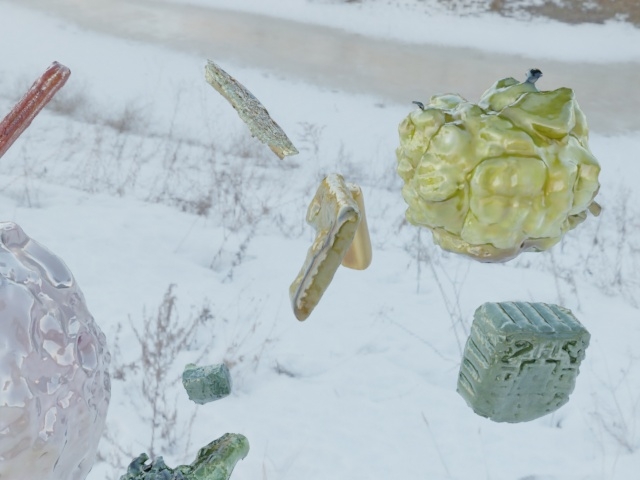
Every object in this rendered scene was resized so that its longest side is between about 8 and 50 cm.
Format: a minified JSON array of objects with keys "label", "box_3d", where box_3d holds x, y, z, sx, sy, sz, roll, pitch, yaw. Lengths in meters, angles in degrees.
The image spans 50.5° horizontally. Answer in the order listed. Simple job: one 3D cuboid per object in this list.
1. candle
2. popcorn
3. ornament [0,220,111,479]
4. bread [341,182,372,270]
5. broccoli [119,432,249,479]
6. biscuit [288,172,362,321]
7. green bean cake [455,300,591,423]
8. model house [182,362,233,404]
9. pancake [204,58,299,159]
[{"label":"candle","box_3d":[-0.598,-0.217,1.306,0.048,0.051,0.329,27,75,30]},{"label":"popcorn","box_3d":[0.170,-0.074,0.662,0.189,0.170,0.218,-7,21,9]},{"label":"ornament","box_3d":[-0.265,0.098,0.422,0.259,0.260,0.225,6,-8,7]},{"label":"bread","box_3d":[0.075,-0.038,1.660,0.092,0.239,0.074,15,42,33]},{"label":"broccoli","box_3d":[-0.195,0.376,1.077,0.164,0.146,0.304,8,7,17]},{"label":"biscuit","box_3d":[0.000,0.000,0.950,0.038,0.174,0.183,21,22,-15]},{"label":"green bean cake","box_3d":[0.389,0.237,1.311,0.222,0.227,0.125,1,29,-17]},{"label":"model house","box_3d":[-0.195,0.253,1.221,0.083,0.079,0.066,-16,34,14]},{"label":"pancake","box_3d":[-0.146,-0.247,1.376,0.266,0.057,0.244,41,15,-20]}]
